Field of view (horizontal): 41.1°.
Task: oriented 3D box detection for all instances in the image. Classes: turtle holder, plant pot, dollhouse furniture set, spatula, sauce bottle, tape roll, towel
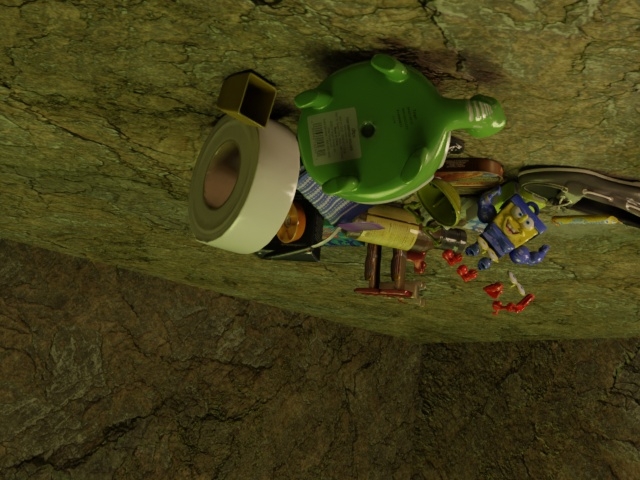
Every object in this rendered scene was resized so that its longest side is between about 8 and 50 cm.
[{"bbox_3d":[0.126,-0.201,1.472,0.320,0.243,0.227,-39,168,14],"label":"turtle holder"},{"bbox_3d":[-0.145,-0.262,1.589,0.083,0.081,0.081,11,171,39],"label":"plant pot"},{"bbox_3d":[0.217,0.078,2.535,0.152,0.202,0.374,3,172,15],"label":"dollhouse furniture set"},{"bbox_3d":[0.000,0.000,1.956,0.296,0.030,0.084,-20,162,19],"label":"spatula"},{"bbox_3d":[0.225,-0.027,2.264,0.344,0.112,0.111,14,165,-19],"label":"sauce bottle"},{"bbox_3d":[-0.161,-0.118,1.733,0.100,0.286,0.286,16,163,-34],"label":"tape roll"},{"bbox_3d":[0.085,-0.132,1.822,0.243,0.040,0.336,-30,159,7],"label":"towel"}]

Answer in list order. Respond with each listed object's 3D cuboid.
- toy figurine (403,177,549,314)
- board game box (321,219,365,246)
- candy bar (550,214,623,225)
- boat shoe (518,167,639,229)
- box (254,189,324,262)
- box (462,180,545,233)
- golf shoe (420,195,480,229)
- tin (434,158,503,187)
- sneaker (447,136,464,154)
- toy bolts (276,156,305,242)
[{"bbox_3d":[0.393,-0.034,1.938,0.363,0.217,0.191,50,161,7],"label":"toy figurine"},{"bbox_3d":[0.019,-0.031,2.475,0.160,0.047,0.210,-1,163,28],"label":"board game box"},{"bbox_3d":[0.582,-0.045,1.876,0.161,0.018,0.040,-1,162,46],"label":"candy bar"},{"bbox_3d":[0.597,-0.089,1.870,0.335,0.096,0.112,8,166,-6],"label":"boat shoe"},{"bbox_3d":[-0.074,-0.058,2.083,0.153,0.207,0.108,4,168,12],"label":"box"},{"bbox_3d":[0.432,-0.073,2.033,0.109,0.043,0.178,16,147,-31],"label":"box"},{"bbox_3d":[0.334,-0.064,2.120,0.176,0.086,0.069,-1,162,23],"label":"golf shoe"},{"bbox_3d":[0.311,-0.149,1.897,0.189,0.040,0.106,1,161,21],"label":"tin"},{"bbox_3d":[0.215,-0.175,1.729,0.170,0.089,0.051,14,164,-25],"label":"sneaker"},{"bbox_3d":[-0.105,-0.114,1.899,0.158,0.218,0.228,0,165,-34],"label":"toy bolts"}]
